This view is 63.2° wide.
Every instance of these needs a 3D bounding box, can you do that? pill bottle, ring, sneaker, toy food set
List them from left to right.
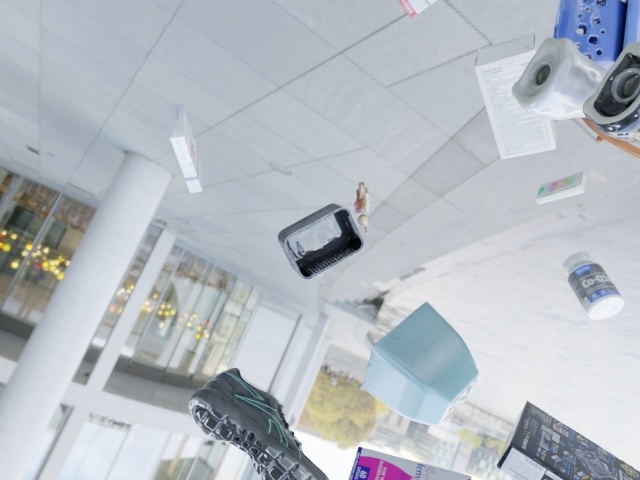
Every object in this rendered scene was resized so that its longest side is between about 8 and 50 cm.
[{"bbox_3d":[-0.079,0.305,0.825,0.267,0.101,0.106,40,-145,6],"label":"sneaker"},{"bbox_3d":[0.085,-0.074,1.098,0.019,0.078,0.122,-9,132,-4],"label":"toy food set"},{"bbox_3d":[0.589,0.096,1.133,0.078,0.137,0.078,-5,135,-5],"label":"pill bottle"},{"bbox_3d":[0.831,-0.258,1.355,0.336,0.337,0.032,23,126,3],"label":"ring"}]

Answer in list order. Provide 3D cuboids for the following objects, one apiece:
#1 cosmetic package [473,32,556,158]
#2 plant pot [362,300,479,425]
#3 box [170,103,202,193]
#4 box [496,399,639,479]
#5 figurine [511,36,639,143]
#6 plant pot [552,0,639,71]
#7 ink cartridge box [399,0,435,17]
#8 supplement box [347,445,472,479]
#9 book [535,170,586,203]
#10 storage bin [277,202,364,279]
[{"bbox_3d":[0.553,-0.396,1.462,0.160,0.113,0.310,-7,129,30],"label":"cosmetic package"},{"bbox_3d":[0.309,0.388,1.530,0.252,0.247,0.247,40,144,28],"label":"plant pot"},{"bbox_3d":[-0.351,-0.240,1.364,0.038,0.145,0.186,-11,138,-2],"label":"box"},{"bbox_3d":[0.556,0.502,1.134,0.293,0.073,0.295,31,-164,23],"label":"box"},{"bbox_3d":[0.369,-0.153,0.611,0.209,0.092,0.215,16,-163,-22],"label":"figurine"},{"bbox_3d":[0.789,-0.572,1.507,0.212,0.236,0.236,5,178,20],"label":"plant pot"},{"bbox_3d":[0.318,-0.708,1.342,0.114,0.197,0.273,51,-179,-13],"label":"ink cartridge box"},{"bbox_3d":[0.161,0.487,0.968,0.219,0.111,0.114,9,127,17],"label":"supplement box"},{"bbox_3d":[0.783,-0.172,1.691,0.144,0.096,0.035,-20,113,44],"label":"book"},{"bbox_3d":[0.000,0.000,1.283,0.122,0.180,0.084,64,171,-18],"label":"storage bin"}]
